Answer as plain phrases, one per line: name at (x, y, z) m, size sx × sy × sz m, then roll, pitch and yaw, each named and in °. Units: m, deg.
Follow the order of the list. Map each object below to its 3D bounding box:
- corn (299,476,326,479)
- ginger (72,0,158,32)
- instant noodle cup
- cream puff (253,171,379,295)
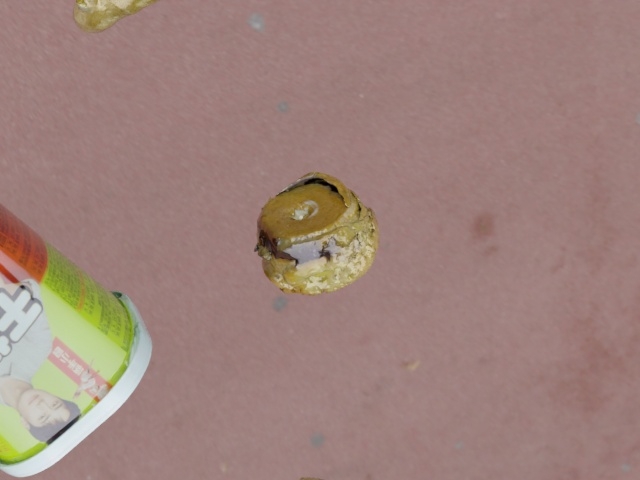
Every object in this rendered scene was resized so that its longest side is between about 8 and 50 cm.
corn at (0.045, 0.123, 0.056) m, size 0.115 × 0.318 × 0.115 m, roll -10°, pitch 117°, yaw -21°
ginger at (-0.197, -0.337, 1.444) m, size 0.299 × 0.118 × 0.065 m, roll -22°, pitch 82°, yaw 21°
instant noodle cup at (-0.419, 0.097, 1.455) m, size 0.294 × 0.294 × 0.308 m, roll -43°, pitch 120°, yaw -4°
cream puff at (0.000, 0.000, 1.128) m, size 0.119 × 0.133 × 0.104 m, roll -50°, pitch 140°, yaw -35°
